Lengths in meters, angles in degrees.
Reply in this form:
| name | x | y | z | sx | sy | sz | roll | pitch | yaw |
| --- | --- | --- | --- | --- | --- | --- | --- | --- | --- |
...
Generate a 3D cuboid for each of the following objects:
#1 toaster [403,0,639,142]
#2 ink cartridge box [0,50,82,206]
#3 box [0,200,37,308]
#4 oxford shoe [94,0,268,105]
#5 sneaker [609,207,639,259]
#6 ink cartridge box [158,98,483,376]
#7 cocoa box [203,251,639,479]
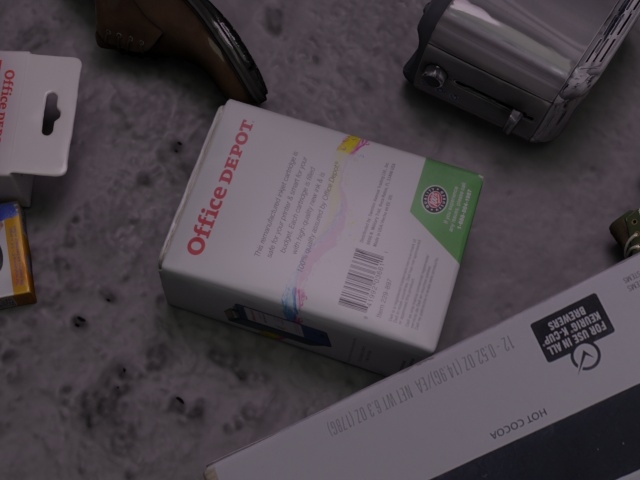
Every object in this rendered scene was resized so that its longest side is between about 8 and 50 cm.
| name | x | y | z | sx | sy | sz | roll | pitch | yaw |
| --- | --- | --- | --- | --- | --- | --- | --- | --- | --- |
| toaster | 0.184 | -0.192 | 0.875 | 0.146 | 0.129 | 0.227 | 33 | 68 | 6 |
| ink cartridge box | -0.292 | -0.091 | 0.838 | 0.198 | 0.067 | 0.115 | 3 | 68 | 0 |
| box | -0.298 | 0.021 | 0.812 | 0.136 | 0.028 | 0.081 | -11 | 69 | -9 |
| oxford shoe | -0.136 | -0.181 | 0.887 | 0.096 | 0.083 | 0.227 | -46 | 75 | 0 |
| sneaker | 0.270 | 0.014 | 0.831 | 0.086 | 0.064 | 0.192 | 22 | 68 | 14 |
| ink cartridge box | 0.000 | 0.000 | 0.802 | 0.212 | 0.093 | 0.154 | 18 | 67 | 3 |
| cocoa box | 0.156 | 0.168 | 0.603 | 0.347 | 0.231 | 0.228 | -28 | 71 | 14 |
